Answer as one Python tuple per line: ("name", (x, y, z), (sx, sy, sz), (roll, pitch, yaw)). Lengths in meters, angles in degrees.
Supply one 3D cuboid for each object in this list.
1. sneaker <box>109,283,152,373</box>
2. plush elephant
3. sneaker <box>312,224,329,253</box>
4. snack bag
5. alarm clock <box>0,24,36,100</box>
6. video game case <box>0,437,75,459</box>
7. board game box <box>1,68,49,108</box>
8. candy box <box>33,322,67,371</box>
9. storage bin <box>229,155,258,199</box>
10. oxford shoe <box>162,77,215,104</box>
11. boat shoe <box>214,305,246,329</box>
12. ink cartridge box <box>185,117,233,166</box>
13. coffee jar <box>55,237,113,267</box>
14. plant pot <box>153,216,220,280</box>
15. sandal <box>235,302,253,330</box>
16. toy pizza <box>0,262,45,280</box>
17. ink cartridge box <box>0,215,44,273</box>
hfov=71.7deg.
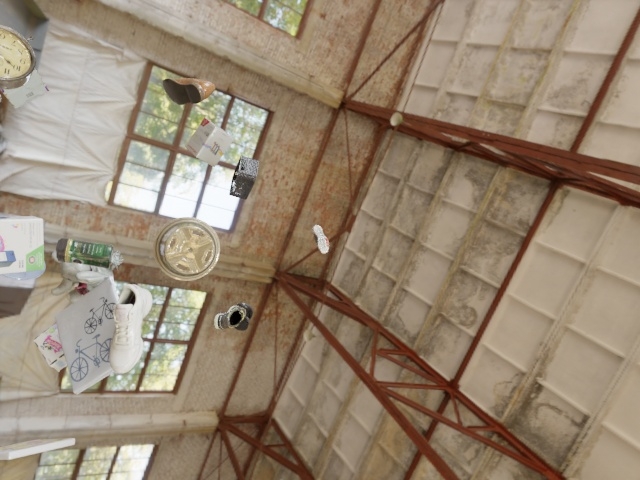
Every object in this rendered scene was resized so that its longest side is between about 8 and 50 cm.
("sneaker", (-0.674, 0.294, 1.517), (0.152, 0.114, 0.304), (80, 10, -65))
("plush elephant", (-1.069, 0.173, 1.986), (0.272, 0.255, 0.329), (32, -89, 28))
("sneaker", (0.000, 0.000, 2.291), (0.065, 0.061, 0.157), (118, -42, -63))
("snack bag", (-0.852, 0.352, 1.667), (0.323, 0.037, 0.342), (-34, -111, 12))
("alarm clock", (-0.687, -0.371, 0.939), (0.064, 0.129, 0.191), (-22, -117, 46))
("video game case", (-1.001, 0.703, 1.497), (0.207, 0.227, 0.026), (-12, -107, 22))
("board game box", (-1.204, -0.672, 1.686), (0.275, 0.144, 0.142), (48, -20, 7))
("candy box", (-1.030, 0.402, 1.804), (0.165, 0.070, 0.196), (36, -114, 29))
("storage bin", (-0.347, -0.282, 2.002), (0.180, 0.085, 0.122), (130, -31, -54))
("oxford shoe", (-0.392, -0.450, 1.321), (0.212, 0.076, 0.076), (21, -44, 35))
("boat shoe", (-0.362, 0.326, 1.867), (0.069, 0.228, 0.081), (-4, -87, 17))
("ink cartridge box", (-0.539, -0.474, 2.151), (0.128, 0.127, 0.176), (41, -82, 37))
("coffee jar", (-0.864, 0.046, 1.624), (0.096, 0.185, 0.079), (-42, -137, 53))
("plant pot", (-0.643, 0.042, 2.157), (0.305, 0.334, 0.333), (179, -77, -71))
("sandal", (-0.423, 0.429, 2.434), (0.254, 0.097, 0.054), (102, -7, -45))
("toy pizza", (-1.264, 0.099, 1.849), (0.032, 0.201, 0.201), (-53, -140, 24))
("ink cartridge box", (-0.894, 0.013, 1.220), (0.093, 0.212, 0.154), (9, -81, 40))
